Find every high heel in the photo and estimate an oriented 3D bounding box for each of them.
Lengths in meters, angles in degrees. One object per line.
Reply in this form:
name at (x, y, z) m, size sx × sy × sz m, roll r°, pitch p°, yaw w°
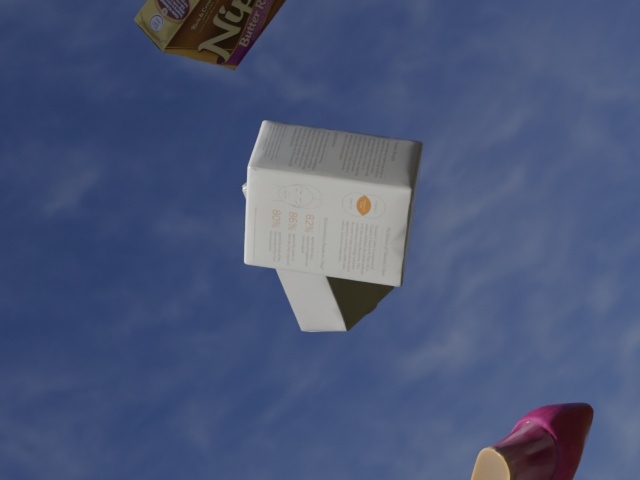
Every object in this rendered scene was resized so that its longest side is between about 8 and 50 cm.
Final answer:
high heel at (0.161, 0.239, 1.329) m, size 0.117 × 0.082 × 0.244 m, roll -21°, pitch -48°, yaw -36°

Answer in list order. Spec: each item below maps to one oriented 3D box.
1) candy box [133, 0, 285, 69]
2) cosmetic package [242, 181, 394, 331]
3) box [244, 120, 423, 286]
candy box at (-0.068, -0.241, 1.384) m, size 0.187 × 0.053 × 0.109 m, roll -52°, pitch -27°, yaw 18°
cosmetic package at (0.000, 0.000, 2.241) m, size 0.127 × 0.107 × 0.238 m, roll -38°, pitch -63°, yaw -42°
box at (0.013, -0.039, 1.645) m, size 0.091 × 0.170 × 0.130 m, roll -76°, pitch -7°, yaw -52°
